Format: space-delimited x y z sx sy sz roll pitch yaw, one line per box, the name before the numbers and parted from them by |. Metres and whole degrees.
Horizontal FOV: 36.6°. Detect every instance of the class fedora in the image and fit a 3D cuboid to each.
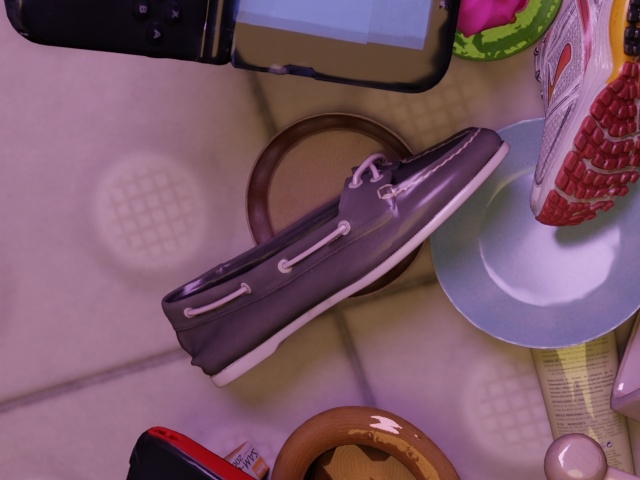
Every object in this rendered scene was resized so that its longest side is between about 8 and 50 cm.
fedora | 0.050 0.238 0.885 0.194 0.079 0.194 2 97 16

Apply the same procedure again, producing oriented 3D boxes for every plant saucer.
plant saucer | 0.189 -0.005 0.806 0.195 0.037 0.194 -4 78 20
plant saucer | 0.017 -0.031 0.864 0.168 0.029 0.168 2 101 12

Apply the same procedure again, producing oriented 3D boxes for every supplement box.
supplement box | -0.103 0.241 0.928 0.098 0.062 0.036 -38 90 16

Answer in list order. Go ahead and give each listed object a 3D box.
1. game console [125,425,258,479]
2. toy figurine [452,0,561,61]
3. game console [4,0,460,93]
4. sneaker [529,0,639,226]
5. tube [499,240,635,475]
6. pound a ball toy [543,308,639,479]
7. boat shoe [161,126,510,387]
game console | -0.067 0.391 0.890 0.342 0.060 0.386 28 120 12
toy figurine | 0.101 -0.208 0.741 0.173 0.159 0.130 19 105 9
game console | -0.032 -0.250 0.593 0.173 0.250 0.293 15 103 34
sneaker | 0.214 -0.119 0.765 0.093 0.088 0.225 19 91 53
tube | 0.225 0.116 0.837 0.070 0.062 0.240 -15 94 -29
pound a ball toy | 0.346 0.154 0.756 0.319 0.136 0.208 21 74 6
boat shoe | 0.000 0.000 0.801 0.335 0.112 0.095 -39 96 21
